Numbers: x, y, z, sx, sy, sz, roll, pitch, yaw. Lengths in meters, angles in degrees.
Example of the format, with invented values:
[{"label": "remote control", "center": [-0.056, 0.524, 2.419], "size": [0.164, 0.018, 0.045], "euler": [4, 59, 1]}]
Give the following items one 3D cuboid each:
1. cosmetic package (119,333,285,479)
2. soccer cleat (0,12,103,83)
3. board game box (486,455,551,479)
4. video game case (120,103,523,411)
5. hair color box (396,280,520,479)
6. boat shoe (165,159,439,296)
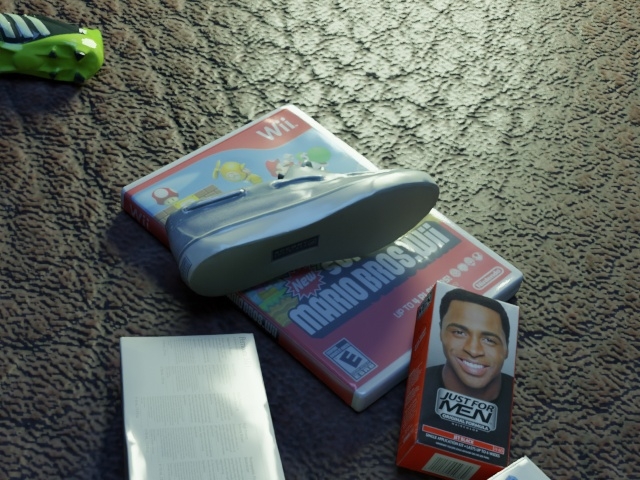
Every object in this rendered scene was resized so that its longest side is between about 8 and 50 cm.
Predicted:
[{"label": "cosmetic package", "center": [-0.077, 0.152, 0.745], "size": [0.099, 0.060, 0.239], "euler": [-2, 31, -10]}, {"label": "soccer cleat", "center": [-0.294, -0.190, 1.095], "size": [0.179, 0.060, 0.072], "euler": [10, 34, -10]}, {"label": "board game box", "center": [0.078, 0.275, 0.690], "size": [0.305, 0.053, 0.193], "euler": [-24, 53, -30]}, {"label": "video game case", "center": [0.000, 0.000, 0.976], "size": [0.285, 0.025, 0.204], "euler": [38, 51, 26]}, {"label": "hair color box", "center": [0.103, 0.105, 0.855], "size": [0.072, 0.043, 0.141], "euler": [17, 51, -8]}, {"label": "boat shoe", "center": [-0.015, -0.027, 0.925], "size": [0.228, 0.079, 0.081], "euler": [-17, 55, -22]}]
